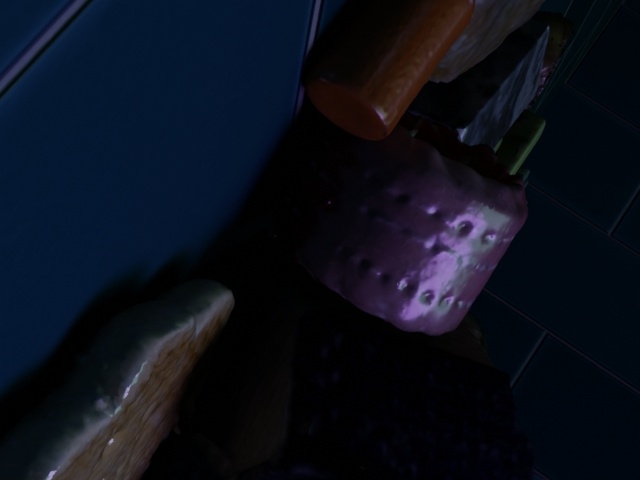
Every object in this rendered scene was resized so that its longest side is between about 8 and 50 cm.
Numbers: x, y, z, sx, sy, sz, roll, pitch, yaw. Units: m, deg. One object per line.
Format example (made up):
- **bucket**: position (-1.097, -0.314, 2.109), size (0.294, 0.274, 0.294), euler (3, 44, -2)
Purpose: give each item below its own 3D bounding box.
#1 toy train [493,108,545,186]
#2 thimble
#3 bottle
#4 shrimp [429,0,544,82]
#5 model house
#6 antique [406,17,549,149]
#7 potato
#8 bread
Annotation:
- **toy train**: position (0.115, -0.045, 1.274), size (0.369, 0.150, 0.237), euler (-53, 165, -34)
- **thimble**: position (0.056, -0.024, 0.915), size (0.125, 0.163, 0.189), euler (-61, -179, 13)
- **bottle**: position (0.067, -0.153, 0.828), size (0.187, 0.069, 0.069), euler (-53, 171, -15)
- **shrimp**: position (0.184, -0.286, 0.933), size (0.221, 0.110, 0.446), euler (-35, 163, -46)
- **model house**: position (0.003, 0.191, 0.928), size (0.284, 0.243, 0.298), euler (-117, -131, -72)
- **antique**: position (0.130, -0.135, 1.139), size (0.183, 0.086, 0.088), euler (-49, 157, -35)
- **potato**: position (0.243, -0.214, 1.600), size (0.164, 0.081, 0.200), euler (-61, 178, -22)
- **bread**: position (-0.157, 0.153, 0.781), size (0.316, 0.054, 0.316), euler (-55, 173, -10)
